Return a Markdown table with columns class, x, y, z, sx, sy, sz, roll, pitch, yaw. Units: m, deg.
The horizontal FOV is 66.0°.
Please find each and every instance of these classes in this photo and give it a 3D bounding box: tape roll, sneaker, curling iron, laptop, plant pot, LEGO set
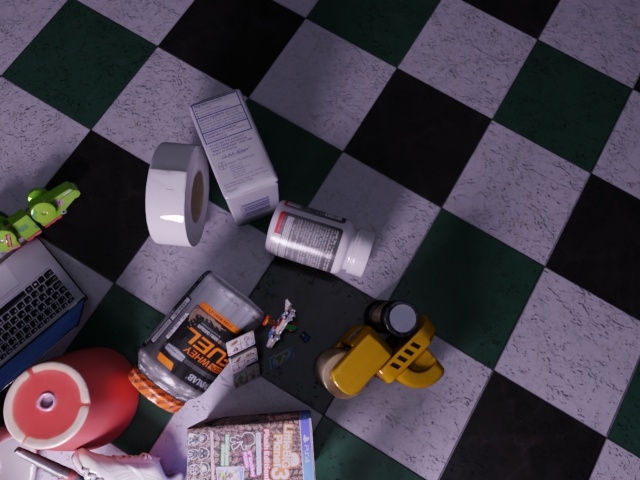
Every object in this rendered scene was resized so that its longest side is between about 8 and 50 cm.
| class | x | y | z | sx | sy | sz | roll | pitch | yaw |
| --- | --- | --- | --- | --- | --- | --- | --- | --- | --- |
| tape roll | -0.384 | -0.125 | 1.353 | 0.100 | 0.286 | 0.286 | 6 | 76 | -1 |
| sneaker | -0.480 | 0.582 | 1.240 | 0.292 | 0.110 | 0.118 | 39 | 67 | -21 |
| curling iron | -0.630 | 0.575 | 1.221 | 0.274 | 0.068 | 0.035 | 42 | 72 | -31 |
| laptop | -0.833 | 0.216 | 1.262 | 0.382 | 0.236 | 0.408 | -42 | 76 | -11 |
| plant pot | -0.627 | 0.400 | 1.235 | 0.275 | 0.243 | 0.274 | 0 | 76 | -1 |
| LEGO set | -0.141 | 0.273 | 1.331 | 0.244 | 0.182 | 0.060 | -23 | 41 | -26 |

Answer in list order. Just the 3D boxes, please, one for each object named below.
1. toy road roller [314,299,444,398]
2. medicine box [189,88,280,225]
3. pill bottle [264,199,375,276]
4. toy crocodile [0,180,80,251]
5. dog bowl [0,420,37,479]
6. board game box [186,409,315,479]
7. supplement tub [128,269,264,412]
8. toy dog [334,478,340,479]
| class | x | y | z | sx | sy | sz | roll | pitch | yaw |
| --- | --- | --- | --- | --- | --- | --- | --- | --- | --- |
| toy road roller | 0.171 | 0.321 | 1.311 | 0.329 | 0.202 | 0.240 | -42 | 92 | -12 |
| medicine box | -0.232 | -0.223 | 1.393 | 0.149 | 0.263 | 0.289 | -21 | 78 | -8 |
| pill bottle | 0.000 | 0.000 | 1.399 | 0.284 | 0.161 | 0.161 | 18 | 76 | 2 |
| toy crocodile | -0.842 | -0.051 | 1.415 | 0.341 | 0.105 | 0.115 | -40 | 45 | -16 |
| dog bowl | -0.788 | 0.589 | 1.126 | 0.102 | 0.349 | 0.348 | 8 | 76 | 2 |
| board game box | -0.162 | 0.516 | 1.228 | 0.291 | 0.232 | 0.141 | -4 | 76 | -4 |
| supplement tub | -0.326 | 0.263 | 1.298 | 0.207 | 0.207 | 0.338 | 37 | 78 | 7 |
| toy dog | 0.012 | 0.660 | 1.165 | 0.220 | 0.333 | 0.161 | 39 | 68 | 16 |
